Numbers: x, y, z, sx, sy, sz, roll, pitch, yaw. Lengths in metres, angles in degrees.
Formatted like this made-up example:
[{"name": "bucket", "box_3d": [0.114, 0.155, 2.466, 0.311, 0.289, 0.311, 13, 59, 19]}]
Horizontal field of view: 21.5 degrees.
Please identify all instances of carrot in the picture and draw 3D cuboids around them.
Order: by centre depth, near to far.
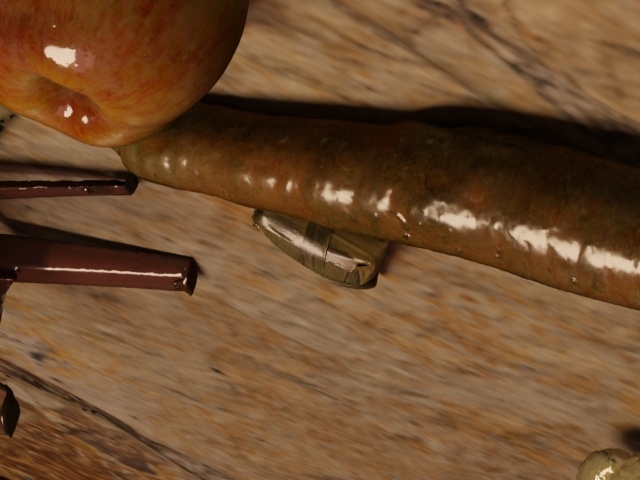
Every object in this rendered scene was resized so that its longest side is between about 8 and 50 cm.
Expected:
[{"name": "carrot", "box_3d": [0.031, -0.031, 0.815, 0.342, 0.070, 0.070, 14, 154, 29]}]

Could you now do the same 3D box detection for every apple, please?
[{"name": "apple", "box_3d": [-0.095, -0.102, 0.724, 0.126, 0.102, 0.126, 17, 153, 9]}]

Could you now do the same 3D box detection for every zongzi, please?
[{"name": "zongzi", "box_3d": [0.000, 0.000, 0.935, 0.076, 0.040, 0.083, 27, 172, 5]}]

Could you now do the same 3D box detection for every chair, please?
[{"name": "chair", "box_3d": [-0.264, 0.038, 1.035, 0.326, 0.183, 0.176, 8, 151, 24]}]

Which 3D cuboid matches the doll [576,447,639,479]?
[{"name": "doll", "box_3d": [0.279, 0.160, 0.953, 0.149, 0.175, 0.278, -7, 163, -36]}]
